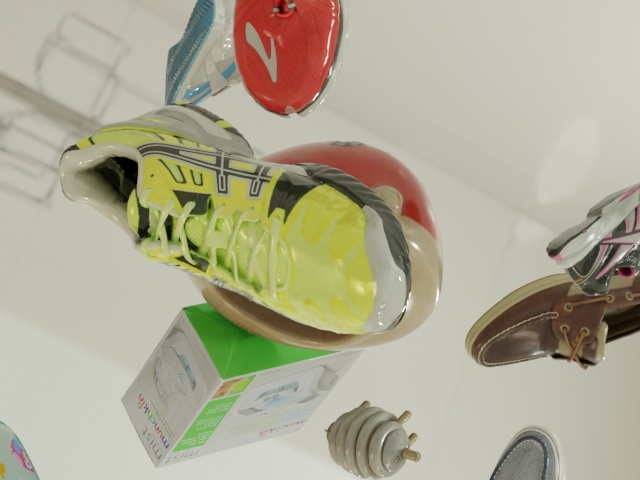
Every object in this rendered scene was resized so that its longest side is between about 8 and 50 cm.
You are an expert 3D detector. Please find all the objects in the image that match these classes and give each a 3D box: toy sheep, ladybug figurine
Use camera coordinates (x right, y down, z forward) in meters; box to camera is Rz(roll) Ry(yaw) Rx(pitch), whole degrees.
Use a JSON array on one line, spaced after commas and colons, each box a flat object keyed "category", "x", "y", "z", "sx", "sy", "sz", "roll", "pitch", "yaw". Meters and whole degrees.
[{"category": "toy sheep", "x": 0.060, "y": 0.227, "z": 1.832, "sx": 0.132, "sy": 0.091, "sz": 0.091, "roll": 5, "pitch": -114, "yaw": 42}, {"category": "ladybug figurine", "x": 0.000, "y": 0.000, "z": 1.972, "sx": 0.449, "sy": 0.305, "sz": 0.162, "roll": -30, "pitch": -147, "yaw": 60}]

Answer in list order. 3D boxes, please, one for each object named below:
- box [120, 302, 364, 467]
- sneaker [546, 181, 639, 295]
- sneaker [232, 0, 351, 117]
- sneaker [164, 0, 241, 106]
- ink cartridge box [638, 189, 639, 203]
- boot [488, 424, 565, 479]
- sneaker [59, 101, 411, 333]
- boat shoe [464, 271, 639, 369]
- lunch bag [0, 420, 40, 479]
[{"category": "box", "x": -0.108, "y": 0.181, "z": 2.252, "sx": 0.127, "sy": 0.262, "sz": 0.231, "roll": 58, "pitch": -45, "yaw": 24}, {"category": "sneaker", "x": 0.306, "y": -0.002, "z": 1.662, "sx": 0.178, "sy": 0.077, "sz": 0.072, "roll": -34, "pitch": -174, "yaw": -28}, {"category": "sneaker", "x": -0.031, "y": -0.243, "z": 1.351, "sx": 0.118, "sy": 0.107, "sz": 0.279, "roll": -3, "pitch": 98, "yaw": -76}, {"category": "sneaker", "x": -0.126, "y": -0.204, "z": 1.914, "sx": 0.229, "sy": 0.092, "sz": 0.087, "roll": 135, "pitch": -43, "yaw": -57}, {"category": "ink cartridge box", "x": 0.418, "y": -0.043, "z": 1.458, "sx": 0.212, "sy": 0.154, "sz": 0.093, "roll": -1, "pitch": -114, "yaw": 38}, {"category": "boot", "x": 0.165, "y": 0.260, "z": 1.491, "sx": 0.086, "sy": 0.069, "sz": 0.190, "roll": 16, "pitch": 93, "yaw": -63}, {"category": "sneaker", "x": -0.079, "y": -0.005, "z": 1.401, "sx": 0.384, "sy": 0.147, "sz": 0.145, "roll": 24, "pitch": -59, "yaw": 43}, {"category": "boat shoe", "x": 0.384, "y": 0.123, "z": 2.384, "sx": 0.123, "sy": 0.342, "sz": 0.123, "roll": 80, "pitch": -11, "yaw": -50}, {"category": "lunch bag", "x": -0.376, "y": 0.273, "z": 1.648, "sx": 0.108, "sy": 0.224, "sz": 0.279, "roll": -35, "pitch": 161, "yaw": 8}]
